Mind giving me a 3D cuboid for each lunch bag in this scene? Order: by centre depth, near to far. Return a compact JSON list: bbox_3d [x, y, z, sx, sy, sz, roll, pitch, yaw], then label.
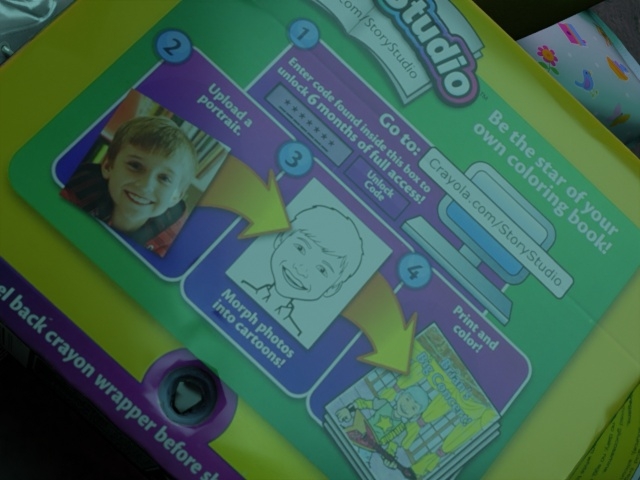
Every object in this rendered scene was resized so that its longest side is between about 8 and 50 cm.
[{"bbox_3d":[0.189,-0.195,1.052,0.223,0.160,0.262,9,49,-37],"label":"lunch bag"}]

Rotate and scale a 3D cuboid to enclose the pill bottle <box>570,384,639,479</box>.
[{"bbox_3d":[0.176,0.128,0.822,0.334,0.188,0.187,16,57,-38],"label":"pill bottle"}]

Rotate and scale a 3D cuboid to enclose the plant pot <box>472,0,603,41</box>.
[{"bbox_3d":[0.070,-0.248,0.862,0.275,0.293,0.274,24,52,-33],"label":"plant pot"}]

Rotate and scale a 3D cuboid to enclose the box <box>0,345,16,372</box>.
[{"bbox_3d":[-0.230,-0.007,0.619,0.184,0.045,0.190,48,42,-7],"label":"box"}]

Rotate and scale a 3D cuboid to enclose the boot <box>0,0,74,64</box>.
[{"bbox_3d":[-0.192,-0.120,0.640,0.258,0.095,0.123,18,59,-27],"label":"boot"}]

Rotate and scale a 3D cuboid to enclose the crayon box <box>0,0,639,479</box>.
[{"bbox_3d":[0.000,0.000,0.591,0.363,0.106,0.313,43,69,-3],"label":"crayon box"}]
